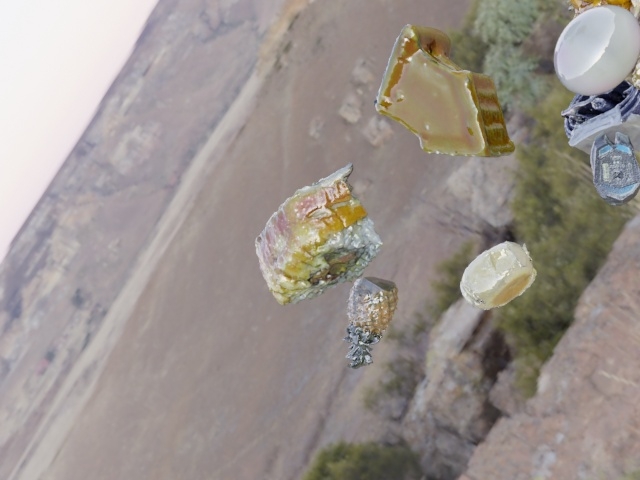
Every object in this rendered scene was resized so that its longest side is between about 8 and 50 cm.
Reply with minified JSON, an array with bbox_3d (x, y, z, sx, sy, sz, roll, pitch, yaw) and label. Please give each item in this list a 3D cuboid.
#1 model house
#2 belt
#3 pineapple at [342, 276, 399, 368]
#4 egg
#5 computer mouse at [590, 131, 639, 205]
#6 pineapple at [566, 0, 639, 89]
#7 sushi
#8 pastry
[{"bbox_3d":[0.237,-0.226,1.556,0.268,0.239,0.173,-13,-41,-59],"label":"model house"},{"bbox_3d":[0.528,-0.233,1.633,0.230,0.126,0.140,152,129,-67],"label":"belt"},{"bbox_3d":[0.097,0.174,1.900,0.108,0.108,0.198,-126,48,-75],"label":"pineapple"},{"bbox_3d":[0.364,-0.250,1.208,0.135,0.103,0.103,-51,11,-21],"label":"egg"},{"bbox_3d":[0.488,-0.117,1.530,0.047,0.079,0.135,71,-163,-70],"label":"computer mouse"},{"bbox_3d":[0.431,-0.367,1.332,0.286,0.209,0.344,-60,-1,-26],"label":"pineapple"},{"bbox_3d":[0.000,0.000,1.616,0.139,0.184,0.274,65,147,22],"label":"sushi"},{"bbox_3d":[0.367,0.074,1.897,0.166,0.165,0.088,-49,60,28],"label":"pastry"}]
